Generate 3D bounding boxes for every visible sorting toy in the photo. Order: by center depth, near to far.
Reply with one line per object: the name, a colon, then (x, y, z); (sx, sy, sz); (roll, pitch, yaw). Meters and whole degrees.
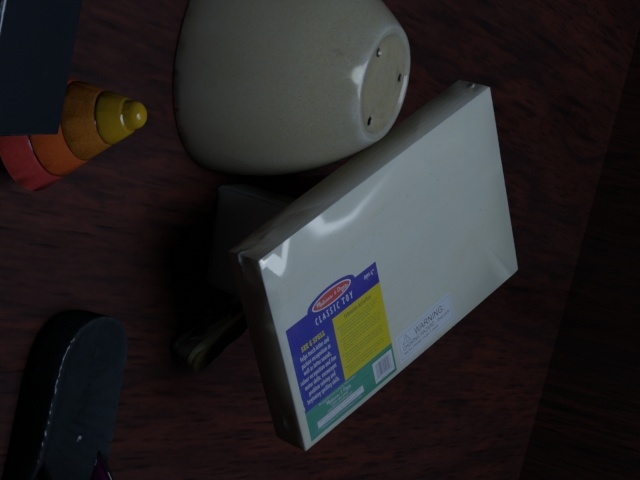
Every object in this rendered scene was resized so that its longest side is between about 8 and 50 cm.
sorting toy: (-0.264, -0.120, 1.397); (0.365, 0.126, 0.127); (11, 75, -67)

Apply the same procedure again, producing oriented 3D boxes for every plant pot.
plant pot: (-0.011, -0.195, 1.859); (0.284, 0.191, 0.284); (-43, 141, -49)

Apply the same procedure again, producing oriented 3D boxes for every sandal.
sandal: (-0.261, 0.298, 1.714); (0.167, 0.107, 0.445); (-14, 117, -63)

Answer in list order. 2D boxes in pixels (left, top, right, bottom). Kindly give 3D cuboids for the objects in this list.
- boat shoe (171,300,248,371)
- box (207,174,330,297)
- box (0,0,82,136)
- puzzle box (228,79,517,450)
boat shoe: (-0.120, 0.098, 1.967); (0.152, 0.049, 0.056); (-40, 162, -50)
box: (0.000, 0.000, 1.985); (0.232, 0.149, 0.127); (-8, 111, -48)
box: (-0.299, -0.189, 1.154); (0.103, 0.261, 0.184); (-11, 115, -64)
puzzle box: (0.074, 0.023, 1.920); (0.409, 0.052, 0.272); (-37, 130, -34)
